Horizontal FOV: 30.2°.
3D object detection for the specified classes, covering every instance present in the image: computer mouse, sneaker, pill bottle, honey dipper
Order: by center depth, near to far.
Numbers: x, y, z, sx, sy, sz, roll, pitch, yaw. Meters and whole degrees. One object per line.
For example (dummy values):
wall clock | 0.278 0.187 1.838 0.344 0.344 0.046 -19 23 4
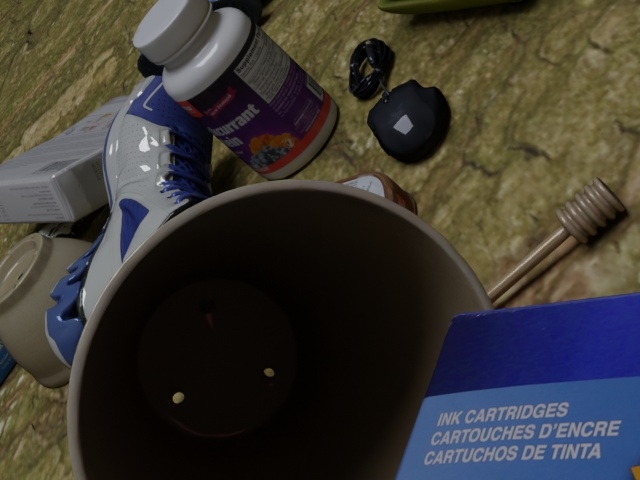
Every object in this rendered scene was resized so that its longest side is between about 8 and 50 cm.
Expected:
honey dipper | 0.137 0.021 0.809 0.161 0.030 0.030 -44 29 15
computer mouse | 0.060 -0.142 1.095 0.071 0.041 0.242 -44 29 11
pill bottle | -0.084 -0.156 1.148 0.108 0.193 0.108 -35 32 25
sneaker | -0.136 -0.021 1.153 0.182 0.127 0.315 -15 51 41
sneaker | -0.310 -0.017 1.471 0.083 0.032 0.037 -43 57 -6
sneaker | -0.153 -0.278 1.520 0.209 0.069 0.082 -25 34 37

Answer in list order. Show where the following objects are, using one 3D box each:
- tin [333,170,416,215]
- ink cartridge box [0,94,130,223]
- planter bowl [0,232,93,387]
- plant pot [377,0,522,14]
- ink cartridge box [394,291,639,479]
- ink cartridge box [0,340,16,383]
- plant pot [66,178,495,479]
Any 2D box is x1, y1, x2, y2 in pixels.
tin | 0.000 0.000 1.015 0.190 0.040 0.106 -16 47 44
ink cartridge box | -0.282 -0.109 1.501 0.261 0.066 0.296 -35 20 -30
planter bowl | -0.287 0.059 1.261 0.162 0.109 0.162 -33 32 25
plant pot | 0.114 -0.338 1.083 0.227 0.207 0.228 8 61 56
ink cartridge box | 0.152 0.165 0.497 0.270 0.151 0.395 -13 44 47
ink cartridge box | -0.465 0.079 1.353 0.078 0.231 0.134 -56 30 -13
plant pot | -0.046 0.094 0.789 0.256 0.256 0.274 -54 12 -9
